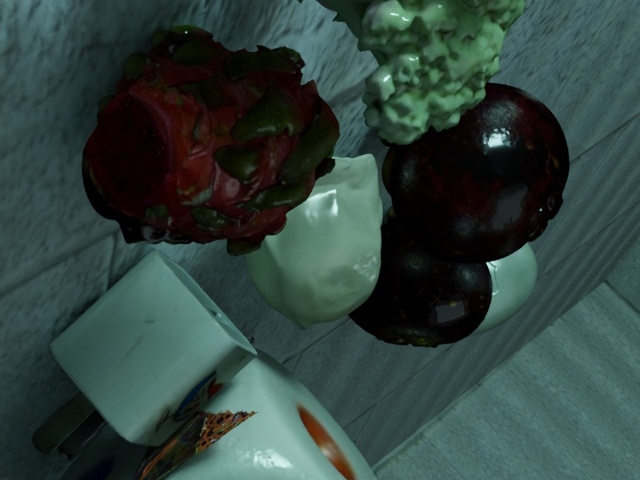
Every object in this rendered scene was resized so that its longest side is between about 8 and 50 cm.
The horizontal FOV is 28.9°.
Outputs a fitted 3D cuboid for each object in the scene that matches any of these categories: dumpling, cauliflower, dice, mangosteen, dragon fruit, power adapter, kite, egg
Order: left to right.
[{"bbox_3d":[-0.179,0.126,1.149,0.205,0.125,0.130,-43,166,0],"label":"power adapter"},{"bbox_3d":[-0.144,0.201,1.163,0.125,0.008,0.222,-49,-163,-24],"label":"kite"},{"bbox_3d":[-0.107,0.305,1.304,0.304,0.277,0.304,-40,-163,5],"label":"dice"},{"bbox_3d":[-0.072,-0.071,0.883,0.172,0.166,0.160,-5,102,-47],"label":"dragon fruit"},{"bbox_3d":[0.000,0.000,1.253,0.162,0.132,0.250,-32,143,-13],"label":"dumpling"},{"bbox_3d":[0.006,-0.195,0.746,0.315,0.239,0.256,-4,138,-9],"label":"cauliflower"},{"bbox_3d":[0.126,0.027,1.561,0.192,0.192,0.217,55,44,-73],"label":"mangosteen"},{"bbox_3d":[0.156,-0.076,1.289,0.210,0.210,0.210,-39,163,-14],"label":"mangosteen"},{"bbox_3d":[0.235,0.067,1.905,0.209,0.151,0.151,-34,162,-8],"label":"egg"}]

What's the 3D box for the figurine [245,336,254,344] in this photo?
[{"bbox_3d":[-0.087,0.208,1.505,0.132,0.154,0.132,-41,165,-13],"label":"figurine"}]
